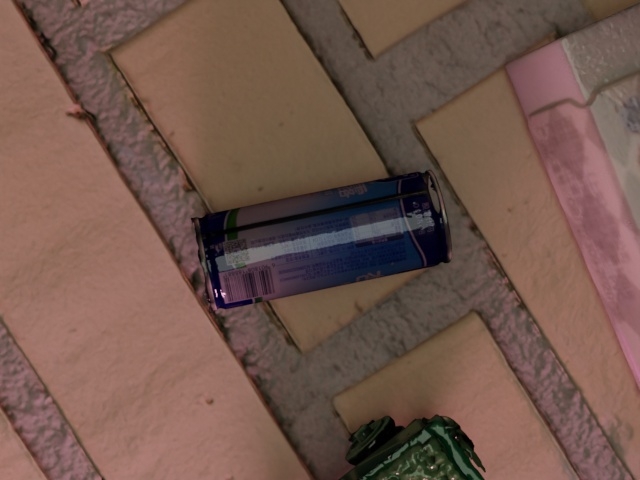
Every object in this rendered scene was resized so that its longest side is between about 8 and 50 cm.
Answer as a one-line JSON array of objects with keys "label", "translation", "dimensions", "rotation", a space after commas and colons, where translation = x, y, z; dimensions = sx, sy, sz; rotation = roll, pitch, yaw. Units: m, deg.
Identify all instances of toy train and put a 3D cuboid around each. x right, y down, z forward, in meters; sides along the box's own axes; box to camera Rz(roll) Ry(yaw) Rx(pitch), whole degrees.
[{"label": "toy train", "translation": [0.030, 0.261, 1.225], "dimensions": [0.269, 0.154, 0.115], "rotation": [-37, 92, -2]}]

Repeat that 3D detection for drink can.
[{"label": "drink can", "translation": [0.000, 0.000, 1.243], "dimensions": [0.235, 0.097, 0.097], "rotation": [-13, 93, -4]}]

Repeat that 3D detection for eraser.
[{"label": "eraser", "translation": [0.356, -0.036, 1.274], "dimensions": [0.213, 0.082, 0.397], "rotation": [-23, 93, -5]}]
